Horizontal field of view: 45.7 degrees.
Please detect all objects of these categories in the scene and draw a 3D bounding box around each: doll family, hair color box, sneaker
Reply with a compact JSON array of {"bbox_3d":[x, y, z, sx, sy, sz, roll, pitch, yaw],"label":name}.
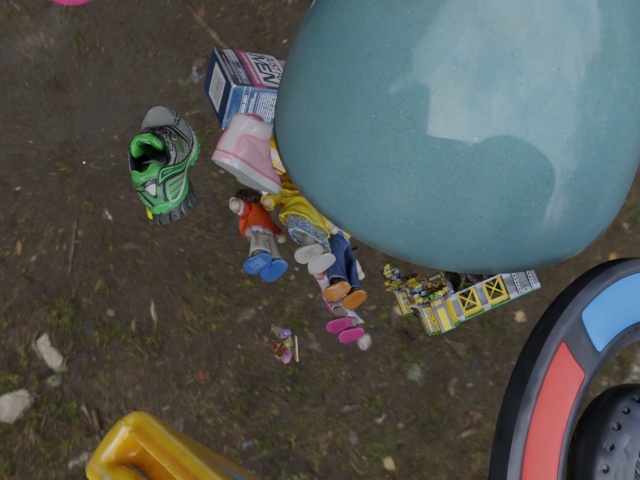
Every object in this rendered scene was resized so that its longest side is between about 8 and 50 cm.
[{"bbox_3d":[0.000,0.000,0.958,0.118,0.163,0.263,-34,131,15],"label":"doll family"},{"bbox_3d":[-0.047,-0.298,1.567,0.347,0.174,0.105,2,128,-26],"label":"hair color box"},{"bbox_3d":[-0.068,-0.096,0.824,0.051,0.134,0.070,17,83,20],"label":"sneaker"},{"bbox_3d":[-0.338,-0.195,1.625,0.134,0.343,0.146,-20,132,3],"label":"sneaker"}]

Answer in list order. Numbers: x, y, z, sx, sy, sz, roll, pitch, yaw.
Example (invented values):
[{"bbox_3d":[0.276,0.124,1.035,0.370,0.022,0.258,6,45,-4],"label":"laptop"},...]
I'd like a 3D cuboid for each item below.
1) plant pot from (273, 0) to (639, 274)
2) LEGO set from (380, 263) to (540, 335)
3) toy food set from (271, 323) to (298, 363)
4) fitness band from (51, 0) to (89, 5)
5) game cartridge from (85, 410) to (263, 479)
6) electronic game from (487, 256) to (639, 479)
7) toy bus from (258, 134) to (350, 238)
[{"bbox_3d":[0.116,-0.149,0.553,0.290,0.290,0.195,-10,141,-16],"label":"plant pot"},{"bbox_3d":[0.222,0.022,1.338,0.255,0.331,0.192,-22,94,5],"label":"LEGO set"},{"bbox_3d":[-0.083,0.225,1.634,0.019,0.122,0.077,-5,94,-27],"label":"toy food set"},{"bbox_3d":[-0.156,-0.319,0.608,0.054,0.209,0.290,29,64,3],"label":"fitness band"},{"bbox_3d":[0.045,0.235,0.455,0.052,0.285,0.323,-54,143,-10],"label":"game cartridge"},{"bbox_3d":[0.170,0.123,0.409,0.229,0.048,0.229,0,90,-37],"label":"electronic game"},{"bbox_3d":[-0.045,-0.134,1.793,0.333,0.108,0.130,32,112,-16],"label":"toy bus"}]
